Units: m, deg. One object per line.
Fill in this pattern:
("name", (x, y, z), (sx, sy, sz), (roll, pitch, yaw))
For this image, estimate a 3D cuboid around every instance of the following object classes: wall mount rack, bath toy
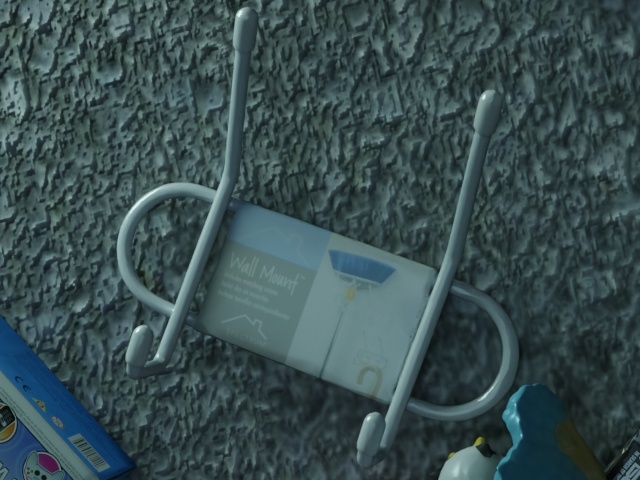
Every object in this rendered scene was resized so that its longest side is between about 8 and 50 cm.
("wall mount rack", (0.000, 0.000, 1.529), (0.350, 0.130, 0.304), (20, 92, 12))
("bath toy", (0.055, 0.242, 1.512), (0.348, 0.151, 0.129), (-35, 71, 30))

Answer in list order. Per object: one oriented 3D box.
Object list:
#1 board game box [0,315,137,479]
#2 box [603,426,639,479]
("board game box", (-0.369, 0.189, 1.661), (0.302, 0.086, 0.308), (-45, 82, 13))
("box", (0.247, 0.336, 1.506), (0.242, 0.076, 0.307), (38, 102, 10))
